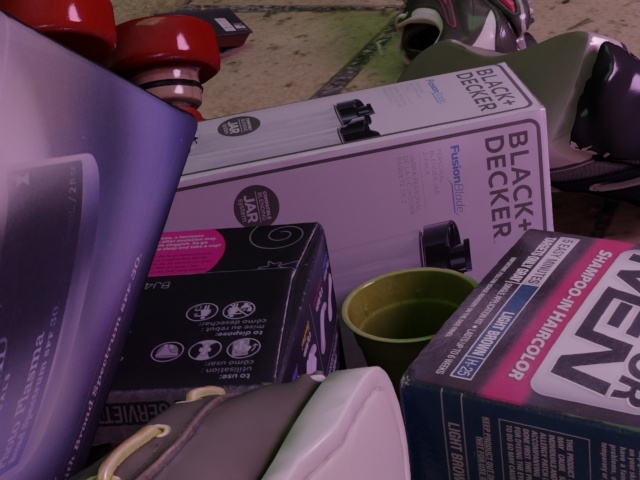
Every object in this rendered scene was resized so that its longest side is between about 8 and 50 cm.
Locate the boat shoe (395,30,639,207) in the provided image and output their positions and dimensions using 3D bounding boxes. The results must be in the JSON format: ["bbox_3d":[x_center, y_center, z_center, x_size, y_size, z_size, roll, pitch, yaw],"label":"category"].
[{"bbox_3d":[0.177,-0.080,0.962,0.158,0.127,0.340,22,-1,-22],"label":"boat shoe"}]

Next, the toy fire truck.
[{"bbox_3d":[-0.214,-0.067,0.941,0.253,0.169,0.302,-15,-10,30],"label":"toy fire truck"}]

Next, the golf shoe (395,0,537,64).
[{"bbox_3d":[0.123,-0.247,1.289,0.120,0.105,0.273,-22,29,-9],"label":"golf shoe"}]

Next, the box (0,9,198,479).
[{"bbox_3d":[-0.203,0.048,0.426,0.182,0.296,0.294,18,0,12],"label":"box"}]

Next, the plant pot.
[{"bbox_3d":[0.059,0.070,0.719,0.083,0.079,0.083,-7,28,4],"label":"plant pot"}]

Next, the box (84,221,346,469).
[{"bbox_3d":[-0.117,0.096,0.657,0.247,0.142,0.163,-4,29,11],"label":"box"}]

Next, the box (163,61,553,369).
[{"bbox_3d":[0.000,0.000,0.776,0.289,0.169,0.087,-11,27,-5],"label":"box"}]

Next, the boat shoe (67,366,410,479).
[{"bbox_3d":[-0.051,0.121,0.401,0.091,0.109,0.305,-6,10,21],"label":"boat shoe"}]

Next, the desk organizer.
[{"bbox_3d":[-0.144,-0.230,1.386,0.047,0.050,0.130,47,36,20],"label":"desk organizer"}]

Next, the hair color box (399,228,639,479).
[{"bbox_3d":[0.232,0.095,0.592,0.347,0.105,0.174,9,33,30],"label":"hair color box"}]
